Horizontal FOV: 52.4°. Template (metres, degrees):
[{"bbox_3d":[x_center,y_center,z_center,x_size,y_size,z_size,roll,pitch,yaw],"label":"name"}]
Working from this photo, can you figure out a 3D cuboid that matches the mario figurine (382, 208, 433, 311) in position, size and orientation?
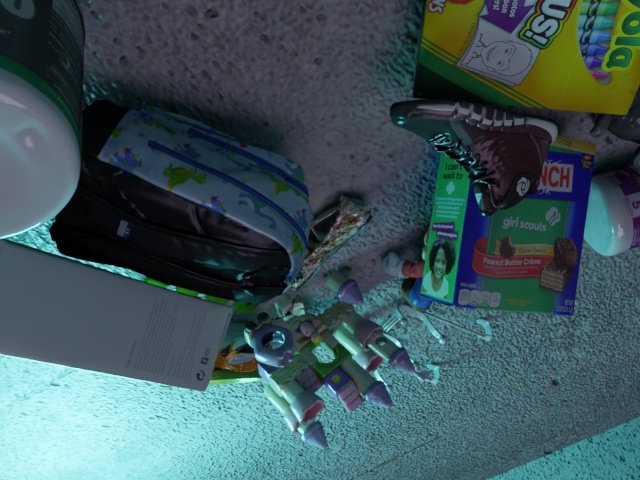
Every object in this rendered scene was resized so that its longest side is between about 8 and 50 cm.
[{"bbox_3d":[0.252,0.013,1.343,0.198,0.170,0.320,-44,160,-26],"label":"mario figurine"}]

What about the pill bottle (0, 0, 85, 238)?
[{"bbox_3d":[-0.354,-0.192,0.677,0.204,0.361,0.204,-10,139,-9],"label":"pill bottle"}]

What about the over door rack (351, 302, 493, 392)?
[{"bbox_3d":[0.256,0.280,1.624,0.324,0.108,0.239,15,131,-32],"label":"over door rack"}]

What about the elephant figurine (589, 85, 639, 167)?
[{"bbox_3d":[0.579,-0.217,1.155,0.186,0.169,0.239,1,163,22],"label":"elephant figurine"}]

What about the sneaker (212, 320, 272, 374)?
[{"bbox_3d":[-0.242,0.221,1.363,0.262,0.121,0.099,2,115,-31],"label":"sneaker"}]

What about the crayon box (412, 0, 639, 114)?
[{"bbox_3d":[0.299,-0.349,0.854,0.313,0.106,0.363,6,139,5],"label":"crayon box"}]

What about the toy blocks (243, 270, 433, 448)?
[{"bbox_3d":[0.042,0.264,1.343,0.288,0.260,0.309,-35,144,-23],"label":"toy blocks"}]

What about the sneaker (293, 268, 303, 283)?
[{"bbox_3d":[-0.162,0.026,1.186,0.262,0.125,0.104,2,162,-29],"label":"sneaker"}]

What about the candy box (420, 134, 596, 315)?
[{"bbox_3d":[0.334,-0.037,1.152,0.268,0.122,0.317,6,91,-25],"label":"candy box"}]

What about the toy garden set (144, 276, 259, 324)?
[{"bbox_3d":[-0.239,0.097,1.291,0.244,0.049,0.204,22,124,-38],"label":"toy garden set"}]

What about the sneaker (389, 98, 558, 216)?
[{"bbox_3d":[0.230,-0.120,0.985,0.281,0.106,0.162,6,96,-18],"label":"sneaker"}]

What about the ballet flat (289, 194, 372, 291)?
[{"bbox_3d":[0.000,0.000,1.253,0.077,0.091,0.241,40,114,-11],"label":"ballet flat"}]

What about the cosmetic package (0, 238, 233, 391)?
[{"bbox_3d":[-0.366,0.116,1.026,0.385,0.156,0.217,25,168,-41],"label":"cosmetic package"}]

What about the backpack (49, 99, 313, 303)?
[{"bbox_3d":[-0.186,-0.043,0.991,0.355,0.273,0.290,28,137,2],"label":"backpack"}]

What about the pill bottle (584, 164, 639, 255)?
[{"bbox_3d":[0.692,-0.085,1.315,0.301,0.169,0.169,-16,140,-2],"label":"pill bottle"}]

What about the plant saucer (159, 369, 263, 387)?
[{"bbox_3d":[-0.240,0.304,1.466,0.241,0.037,0.241,-4,166,-1],"label":"plant saucer"}]
